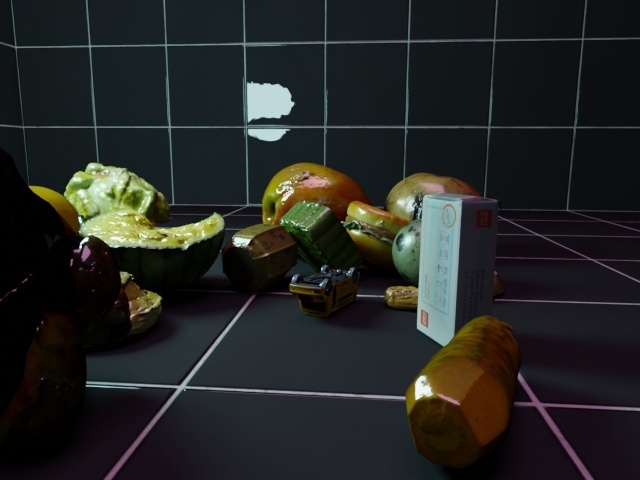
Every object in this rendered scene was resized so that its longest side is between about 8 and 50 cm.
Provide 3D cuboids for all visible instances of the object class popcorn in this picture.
[{"bbox_3d":[-0.697,-0.101,1.681,0.335,0.274,0.279,39,30,-19],"label":"popcorn"}]

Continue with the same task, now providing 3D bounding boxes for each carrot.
[{"bbox_3d":[0.193,0.176,0.624,0.114,0.114,0.302,6,9,28],"label":"carrot"}]

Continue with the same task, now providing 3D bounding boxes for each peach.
[{"bbox_3d":[-0.009,-0.097,1.615,0.372,0.373,0.290,-4,49,-24],"label":"peach"}]

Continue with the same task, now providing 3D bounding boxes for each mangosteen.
[{"bbox_3d":[-0.465,0.070,0.591,0.381,0.421,0.381,-32,24,17],"label":"mangosteen"}]

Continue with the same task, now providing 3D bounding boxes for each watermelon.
[{"bbox_3d":[-0.395,0.037,1.192,0.330,0.189,0.331,-2,23,1],"label":"watermelon"}]

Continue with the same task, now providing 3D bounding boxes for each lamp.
[{"bbox_3d":[-0.152,0.040,1.252,0.161,0.161,0.185,6,18,28],"label":"lamp"}]

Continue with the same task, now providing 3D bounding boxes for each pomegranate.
[{"bbox_3d":[0.362,-0.080,1.600,0.322,0.322,0.322,0,10,0],"label":"pomegranate"}]

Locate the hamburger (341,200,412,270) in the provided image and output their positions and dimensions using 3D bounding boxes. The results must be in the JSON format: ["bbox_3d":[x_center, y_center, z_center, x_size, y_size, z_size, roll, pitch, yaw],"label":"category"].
[{"bbox_3d":[0.162,-0.003,1.422,0.246,0.170,0.246,21,6,-2],"label":"hamburger"}]

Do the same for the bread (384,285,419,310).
[{"bbox_3d":[0.197,0.126,1.094,0.110,0.044,0.083,2,8,22],"label":"bread"}]

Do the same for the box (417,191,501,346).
[{"bbox_3d":[0.241,0.050,0.877,0.079,0.270,0.135,-2,8,-17],"label":"box"}]

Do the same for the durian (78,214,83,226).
[{"bbox_3d":[-0.644,0.043,1.217,0.198,0.159,0.146,-11,42,-2],"label":"durian"}]

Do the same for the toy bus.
[{"bbox_3d":[0.013,0.109,1.062,0.083,0.088,0.194,5,9,28],"label":"toy bus"}]

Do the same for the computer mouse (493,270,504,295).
[{"bbox_3d":[0.374,0.094,1.171,0.199,0.102,0.045,-7,-26,-39],"label":"computer mouse"}]

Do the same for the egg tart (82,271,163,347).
[{"bbox_3d":[-0.420,0.123,0.930,0.241,0.106,0.241,-3,12,1],"label":"egg tart"}]

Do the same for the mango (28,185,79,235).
[{"bbox_3d":[-0.654,0.023,0.957,0.300,0.232,0.446,-18,19,18],"label":"mango"}]

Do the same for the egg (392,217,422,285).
[{"bbox_3d":[0.290,0.035,1.249,0.228,0.177,0.177,14,3,-26],"label":"egg"}]

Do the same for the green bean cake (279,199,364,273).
[{"bbox_3d":[0.000,0.000,1.328,0.113,0.214,0.200,-42,24,-15],"label":"green bean cake"}]
